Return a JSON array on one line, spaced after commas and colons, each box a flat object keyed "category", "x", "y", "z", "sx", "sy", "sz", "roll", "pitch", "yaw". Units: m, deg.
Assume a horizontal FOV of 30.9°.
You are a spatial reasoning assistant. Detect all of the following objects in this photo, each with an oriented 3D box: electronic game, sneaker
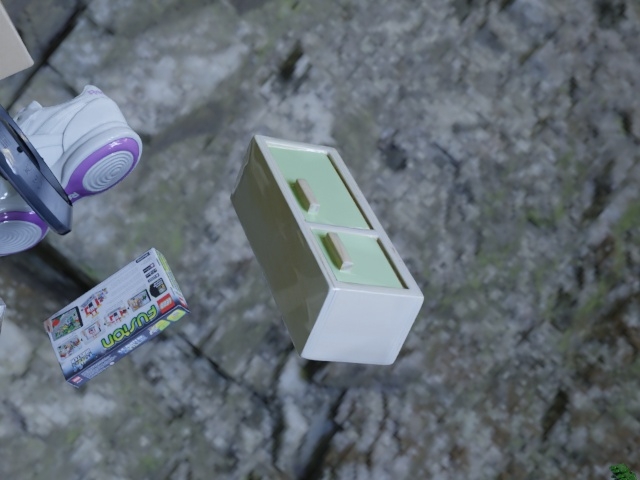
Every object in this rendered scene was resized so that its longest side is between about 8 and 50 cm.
[{"category": "electronic game", "x": -0.355, "y": -0.100, "z": 1.314, "sx": 0.048, "sy": 0.229, "sz": 0.229, "roll": -36, "pitch": -179, "yaw": -5}, {"category": "sneaker", "x": -0.380, "y": -0.086, "z": 1.504, "sx": 0.305, "sy": 0.152, "sz": 0.114, "roll": -31, "pitch": 152, "yaw": 0}]

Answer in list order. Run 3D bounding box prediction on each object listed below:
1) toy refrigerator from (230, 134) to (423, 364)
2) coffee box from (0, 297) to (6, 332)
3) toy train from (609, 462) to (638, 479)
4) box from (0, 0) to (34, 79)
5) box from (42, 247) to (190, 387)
[{"category": "toy refrigerator", "x": 0.000, "y": 0.000, "z": 1.165, "sx": 0.094, "sy": 0.102, "sz": 0.269, "roll": -67, "pitch": -150, "yaw": 29}, {"category": "coffee box", "x": -0.508, "y": 0.202, "z": 1.448, "sx": 0.119, "sy": 0.168, "sz": 0.297, "roll": 26, "pitch": -74, "yaw": 63}, {"category": "toy train", "x": 0.368, "y": 0.288, "z": 1.389, "sx": 0.023, "sy": 0.017, "sz": 0.083, "roll": -14, "pitch": -170, "yaw": -2}, {"category": "box", "x": -0.461, "y": -0.265, "z": 1.373, "sx": 0.164, "sy": 0.201, "sz": 0.021, "roll": -24, "pitch": -154, "yaw": -1}, {"category": "box", "x": -0.304, "y": 0.114, "z": 1.717, "sx": 0.207, "sy": 0.114, "sz": 0.036, "roll": -33, "pitch": 150, "yaw": 7}]
